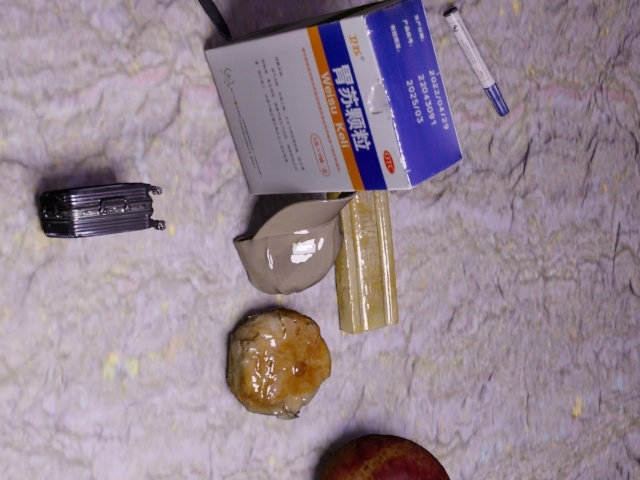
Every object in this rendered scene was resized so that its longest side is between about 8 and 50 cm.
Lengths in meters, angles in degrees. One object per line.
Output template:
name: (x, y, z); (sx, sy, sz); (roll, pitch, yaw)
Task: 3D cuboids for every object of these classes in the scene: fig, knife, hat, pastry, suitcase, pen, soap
fig: (0.090, 0.357, 1.345); (0.205, 0.205, 0.205); (-2, 93, -39)
knife: (-0.159, -0.320, 1.215); (0.023, 0.010, 0.170); (-48, 122, -21)
hat: (0.000, 0.000, 1.259); (0.166, 0.173, 0.144); (-25, 103, -33)
pastry: (-0.055, 0.161, 1.276); (0.153, 0.081, 0.153); (4, 83, -32)
suitcase: (-0.250, -0.033, 1.102); (0.126, 0.086, 0.059); (-10, 96, -39)
pen: (0.252, -0.283, 1.546); (0.025, 0.025, 0.204); (-50, 121, -26)
soap: (0.060, 0.004, 1.392); (0.092, 0.037, 0.251); (-11, 99, -40)

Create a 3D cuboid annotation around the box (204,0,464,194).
box: (0.008, -0.167, 1.171); (0.106, 0.299, 0.200); (-29, 110, -36)
